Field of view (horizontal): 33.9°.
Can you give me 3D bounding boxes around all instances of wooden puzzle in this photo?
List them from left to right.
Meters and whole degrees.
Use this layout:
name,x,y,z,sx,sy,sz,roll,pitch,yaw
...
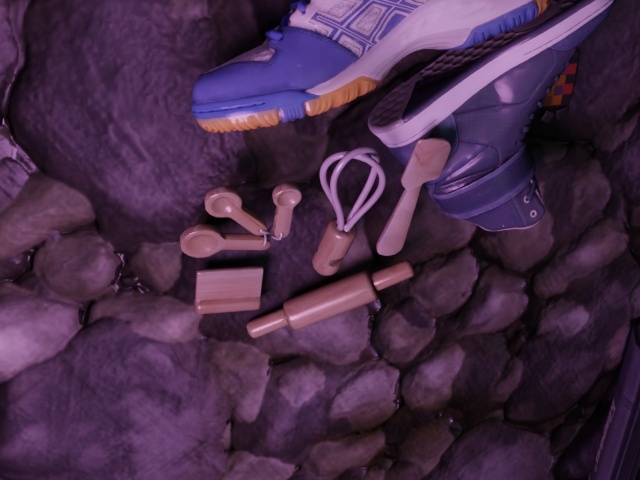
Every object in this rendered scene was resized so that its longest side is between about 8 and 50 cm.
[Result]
name,x,y,z,sx,sy,sz,roll,pitch,yaw
wooden puzzle,0.206,-0.144,0.946,0.049,0.006,0.083,-9,124,-19

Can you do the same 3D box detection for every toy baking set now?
name,x,y,z,sx,sy,sz,roll,pitch,yaw
toy baking set,0.001,0.004,0.890,0.256,0.030,0.196,-19,142,5

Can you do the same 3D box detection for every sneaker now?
name,x,y,z,sx,sy,sz,roll,pitch,yaw
sneaker,0.025,-0.185,0.797,0.296,0.112,0.131,-26,110,-8
sneaker,0.176,-0.108,0.896,0.226,0.086,0.163,-34,118,12

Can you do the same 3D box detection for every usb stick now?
name,x,y,z,sx,sy,sz,roll,pitch,yaw
usb stick,0.348,0.218,1.197,0.045,0.077,0.278,5,121,-2

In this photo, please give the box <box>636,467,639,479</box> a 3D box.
name,x,y,z,sx,sy,sz,roll,pitch,yaw
box,0.598,0.406,1.223,0.294,0.395,0.212,-22,128,-9
